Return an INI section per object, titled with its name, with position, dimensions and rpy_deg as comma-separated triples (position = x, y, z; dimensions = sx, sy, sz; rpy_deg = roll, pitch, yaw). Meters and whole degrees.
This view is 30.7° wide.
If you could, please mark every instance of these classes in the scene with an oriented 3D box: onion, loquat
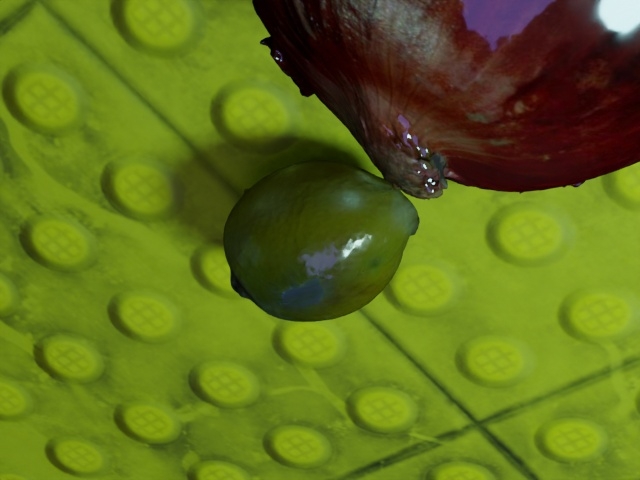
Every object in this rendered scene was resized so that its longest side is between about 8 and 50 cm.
[onion]
position = 0.134, -0.183, 0.759
dimensions = 0.341, 0.341, 0.341
rpy_deg = 5, 132, 6
[loquat]
position = 0.000, 0.000, 1.071
dimensions = 0.195, 0.152, 0.152
rpy_deg = -26, 122, 20
